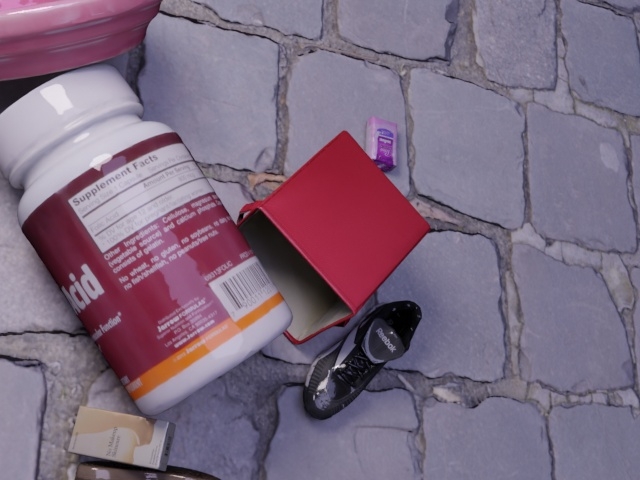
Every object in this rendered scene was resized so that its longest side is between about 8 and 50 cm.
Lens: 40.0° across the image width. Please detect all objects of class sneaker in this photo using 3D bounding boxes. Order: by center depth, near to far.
[{"bbox_3d":[-0.211,0.316,1.086,0.188,0.066,0.071,11,84,-18],"label":"sneaker"},{"bbox_3d":[0.065,0.159,1.251,0.078,0.106,0.234,49,58,-3],"label":"sneaker"}]

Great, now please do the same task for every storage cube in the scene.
[{"bbox_3d":[0.000,0.000,1.229,0.215,0.184,0.193,47,57,-4],"label":"storage cube"}]

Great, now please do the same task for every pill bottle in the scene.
[{"bbox_3d":[-0.227,-0.004,1.087,0.224,0.224,0.392,-33,89,-32],"label":"pill bottle"}]

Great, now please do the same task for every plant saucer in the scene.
[{"bbox_3d":[-0.352,-0.265,1.092,0.332,0.332,0.084,-24,117,-32],"label":"plant saucer"}]

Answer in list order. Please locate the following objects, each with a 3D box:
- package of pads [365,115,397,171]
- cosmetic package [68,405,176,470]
[{"bbox_3d":[0.098,-0.156,1.425,0.050,0.032,0.083,12,67,-21],"label":"package of pads"},{"bbox_3d":[-0.240,0.240,1.068,0.115,0.041,0.060,7,73,7],"label":"cosmetic package"}]
